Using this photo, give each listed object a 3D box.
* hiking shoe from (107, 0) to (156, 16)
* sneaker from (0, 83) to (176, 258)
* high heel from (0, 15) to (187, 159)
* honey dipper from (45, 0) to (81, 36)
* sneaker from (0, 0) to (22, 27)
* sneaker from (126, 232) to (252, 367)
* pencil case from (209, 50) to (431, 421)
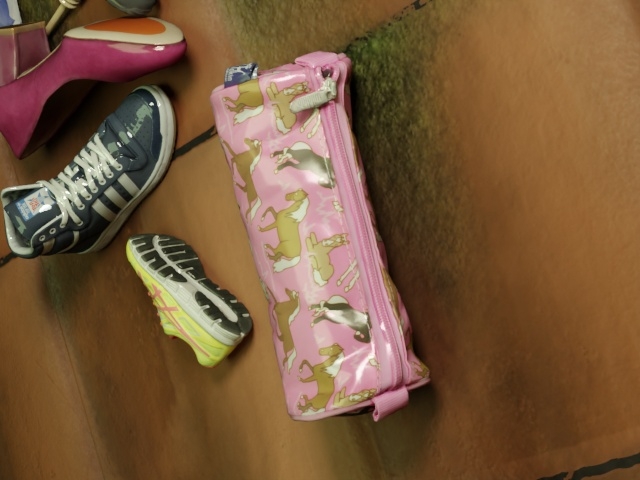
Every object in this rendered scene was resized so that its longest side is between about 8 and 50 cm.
[{"bbox_3d":[-0.237,-0.386,1.608,0.114,0.086,0.226,-27,77,46],"label":"hiking shoe"},{"bbox_3d":[-0.296,-0.077,1.663,0.099,0.153,0.282,54,128,23],"label":"sneaker"},{"bbox_3d":[-0.287,-0.185,1.681,0.377,0.127,0.181,9,113,47],"label":"high heel"},{"bbox_3d":[-0.354,-0.291,1.773,0.160,0.030,0.030,-45,66,40],"label":"honey dipper"},{"bbox_3d":[-0.566,-0.280,1.868,0.315,0.182,0.127,-20,84,43],"label":"sneaker"},{"bbox_3d":[-0.176,0.074,1.624,0.208,0.081,0.094,46,127,28],"label":"sneaker"},{"bbox_3d":[0.000,0.000,1.398,0.160,0.167,0.386,-14,86,8],"label":"pencil case"}]
